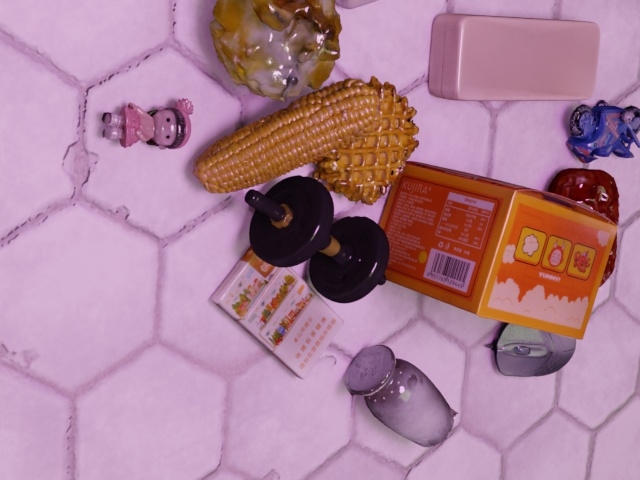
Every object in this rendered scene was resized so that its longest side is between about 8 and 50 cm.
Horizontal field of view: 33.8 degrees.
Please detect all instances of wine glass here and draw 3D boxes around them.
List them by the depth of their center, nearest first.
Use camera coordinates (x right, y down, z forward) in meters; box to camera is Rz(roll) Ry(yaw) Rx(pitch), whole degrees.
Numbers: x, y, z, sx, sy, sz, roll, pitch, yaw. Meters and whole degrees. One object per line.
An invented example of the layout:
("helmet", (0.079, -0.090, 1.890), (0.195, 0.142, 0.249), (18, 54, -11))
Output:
("wine glass", (0.139, 0.266, 1.787), (0.204, 0.111, 0.111), (42, 77, -31))

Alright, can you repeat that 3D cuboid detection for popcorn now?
("popcorn", (-0.059, -0.293, 1.460), (0.197, 0.212, 0.198), (3, 75, -12))

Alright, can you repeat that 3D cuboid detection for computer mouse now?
("computer mouse", (0.413, 0.201, 1.990), (0.228, 0.068, 0.113), (0, 100, -35))

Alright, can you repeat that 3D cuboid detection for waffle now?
("waffle", (0.069, -0.156, 1.659), (0.197, 0.070, 0.193), (36, 80, -38))

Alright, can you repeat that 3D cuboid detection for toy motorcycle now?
("toy motorcycle", (0.532, -0.200, 1.974), (0.205, 0.076, 0.114), (-4, 113, -37))

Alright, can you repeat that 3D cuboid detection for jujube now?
("jujube", (0.471, -0.021, 1.929), (0.155, 0.155, 0.230), (7, 91, -36))

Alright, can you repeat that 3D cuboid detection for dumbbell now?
("dumbbell", (0.000, 0.000, 1.590), (0.325, 0.143, 0.143), (33, 82, -43))

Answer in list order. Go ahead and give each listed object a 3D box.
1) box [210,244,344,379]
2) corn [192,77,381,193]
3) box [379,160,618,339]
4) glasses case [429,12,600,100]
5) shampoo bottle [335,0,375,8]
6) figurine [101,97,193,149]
("box", (-0.063, 0.110, 1.653), (0.220, 0.032, 0.122), (46, 73, -33))
("corn", (-0.048, -0.149, 1.522), (0.291, 0.101, 0.101), (-23, 117, -3))
("box", (0.275, 0.009, 1.709), (0.259, 0.283, 0.214), (13, 95, -37))
("glasses case", (0.337, -0.311, 1.801), (0.336, 0.076, 0.144), (-4, 103, -34))
("shampoo bottle", (0.109, -0.435, 1.624), (0.220, 0.051, 0.108), (-26, 115, -28))
("figurine", (-0.237, -0.162, 1.453), (0.129, 0.054, 0.072), (-2, 88, -28))
